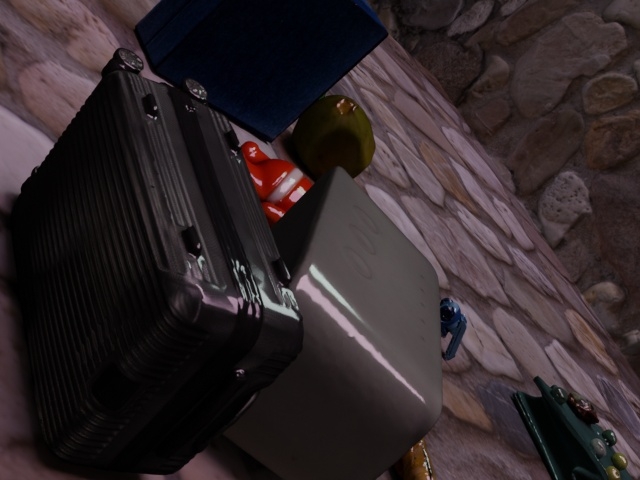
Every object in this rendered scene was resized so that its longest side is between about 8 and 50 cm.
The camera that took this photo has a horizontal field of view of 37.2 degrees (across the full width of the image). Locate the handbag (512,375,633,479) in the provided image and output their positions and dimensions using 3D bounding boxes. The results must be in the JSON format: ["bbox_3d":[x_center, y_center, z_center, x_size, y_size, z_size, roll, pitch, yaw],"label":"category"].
[{"bbox_3d":[0.487,0.389,1.695,0.269,0.100,0.274,36,23,-36],"label":"handbag"}]

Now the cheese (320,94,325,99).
[{"bbox_3d":[-0.069,-0.341,1.802,0.204,0.083,0.320,56,16,10],"label":"cheese"}]

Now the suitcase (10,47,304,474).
[{"bbox_3d":[-0.142,0.013,0.744,0.128,0.202,0.312,20,34,-40],"label":"suitcase"}]

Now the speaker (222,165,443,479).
[{"bbox_3d":[0.009,0.082,0.979,0.184,0.183,0.406,42,18,-8],"label":"speaker"}]

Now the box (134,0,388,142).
[{"bbox_3d":[-0.082,-0.311,1.417,0.279,0.261,0.116,28,26,-50],"label":"box"}]

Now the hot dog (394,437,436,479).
[{"bbox_3d":[0.103,0.233,1.153,0.215,0.047,0.066,-100,-177,-55],"label":"hot dog"}]

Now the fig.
[{"bbox_3d":[0.025,-0.177,1.612,0.144,0.154,0.165,14,-21,2],"label":"fig"}]

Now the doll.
[{"bbox_3d":[0.000,0.000,1.290,0.336,0.105,0.200,42,17,-3],"label":"doll"}]

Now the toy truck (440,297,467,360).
[{"bbox_3d":[0.204,0.146,1.545,0.090,0.073,0.056,62,16,-9],"label":"toy truck"}]
